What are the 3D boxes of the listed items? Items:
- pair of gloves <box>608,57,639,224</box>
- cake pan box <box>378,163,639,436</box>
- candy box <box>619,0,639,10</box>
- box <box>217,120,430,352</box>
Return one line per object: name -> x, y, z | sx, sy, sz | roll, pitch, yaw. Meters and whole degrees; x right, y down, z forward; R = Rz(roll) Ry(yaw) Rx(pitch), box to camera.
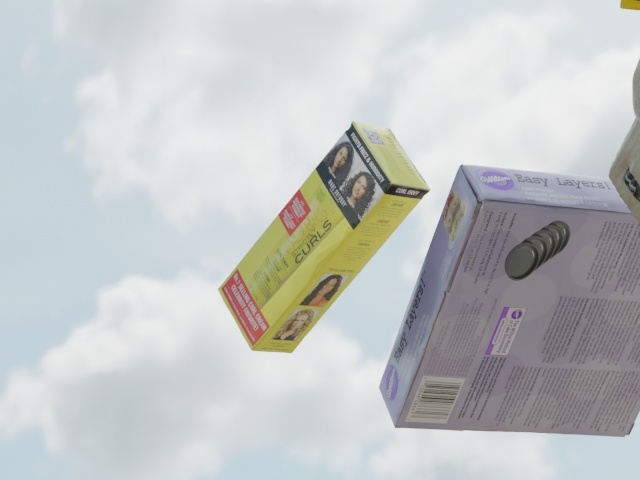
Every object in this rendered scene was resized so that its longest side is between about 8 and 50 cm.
pair of gloves -> 0.305, -0.058, 1.230 | 0.042, 0.240, 0.204 | -7, -50, -20
cake pan box -> 0.202, 0.065, 1.472 | 0.246, 0.070, 0.267 | 4, -56, -18
candy box -> 0.318, -0.290, 1.381 | 0.105, 0.027, 0.206 | 7, -64, 6
box -> 0.000, 0.000, 1.544 | 0.058, 0.087, 0.232 | 6, -47, -45
